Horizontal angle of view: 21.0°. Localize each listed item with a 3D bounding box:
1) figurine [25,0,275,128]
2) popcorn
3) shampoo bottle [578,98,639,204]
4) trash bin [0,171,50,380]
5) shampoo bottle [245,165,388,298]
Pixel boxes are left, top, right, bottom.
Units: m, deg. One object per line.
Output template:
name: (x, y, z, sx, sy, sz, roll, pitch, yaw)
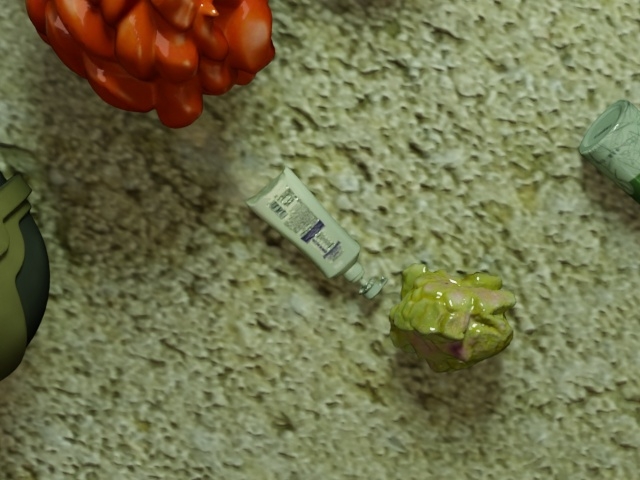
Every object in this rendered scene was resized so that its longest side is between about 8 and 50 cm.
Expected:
figurine: (-0.058, -0.292, 1.328, 0.411, 0.241, 0.306, -35, 132, -10)
popcorn: (0.113, 0.065, 1.487, 0.097, 0.109, 0.089, 32, 69, -44)
shampoo bottle: (0.315, -0.034, 1.484, 0.204, 0.065, 0.065, 39, 101, -12)
trash bin: (-0.356, -0.022, 1.388, 0.214, 0.214, 0.334, -40, 96, 9)
shampoo bottle: (0.000, 0.000, 1.494, 0.049, 0.034, 0.141, -44, 103, 2)
